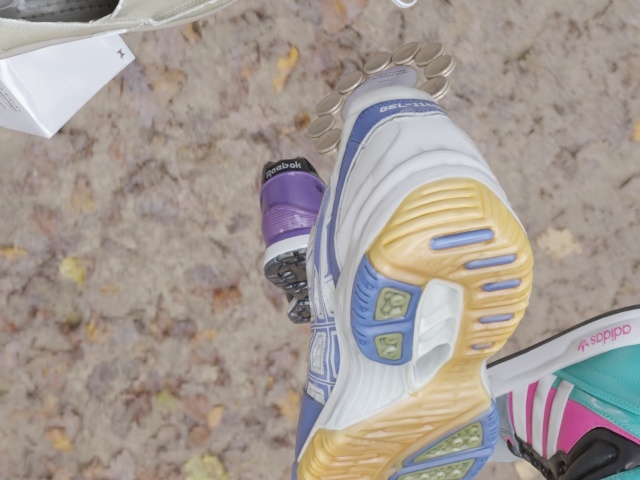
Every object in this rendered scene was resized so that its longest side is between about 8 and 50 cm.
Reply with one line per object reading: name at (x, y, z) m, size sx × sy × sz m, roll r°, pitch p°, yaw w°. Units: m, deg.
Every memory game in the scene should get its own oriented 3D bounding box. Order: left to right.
memory game at (0.066, -0.156, 1.200) m, size 0.186 × 0.186 × 0.012 m, roll -33°, pitch 122°, yaw 8°

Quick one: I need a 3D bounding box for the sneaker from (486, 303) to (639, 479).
sneaker at (0.188, 0.168, 0.758) m, size 0.123 × 0.178 × 0.295 m, roll 9°, pitch 157°, yaw -16°

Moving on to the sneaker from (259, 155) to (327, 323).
sneaker at (0.000, 0.000, 1.135) m, size 0.107 × 0.124 × 0.283 m, roll -12°, pitch 160°, yaw 3°

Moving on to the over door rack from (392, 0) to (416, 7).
over door rack at (0.188, -0.555, 1.723) m, size 0.108 × 0.239 × 0.324 m, roll 15°, pitch 82°, yaw -21°

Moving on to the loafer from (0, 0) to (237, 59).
loafer at (-0.117, -0.167, 0.640) m, size 0.268 × 0.092 × 0.102 m, roll -25°, pitch 105°, yaw -18°

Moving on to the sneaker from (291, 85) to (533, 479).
sneaker at (0.041, 0.048, 0.615) m, size 0.111 × 0.131 × 0.296 m, roll -1°, pitch 136°, yaw -16°

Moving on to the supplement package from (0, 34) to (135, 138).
supplement package at (-0.341, -0.217, 1.204) m, size 0.139 × 0.244 × 0.134 m, roll -48°, pitch 125°, yaw -19°
